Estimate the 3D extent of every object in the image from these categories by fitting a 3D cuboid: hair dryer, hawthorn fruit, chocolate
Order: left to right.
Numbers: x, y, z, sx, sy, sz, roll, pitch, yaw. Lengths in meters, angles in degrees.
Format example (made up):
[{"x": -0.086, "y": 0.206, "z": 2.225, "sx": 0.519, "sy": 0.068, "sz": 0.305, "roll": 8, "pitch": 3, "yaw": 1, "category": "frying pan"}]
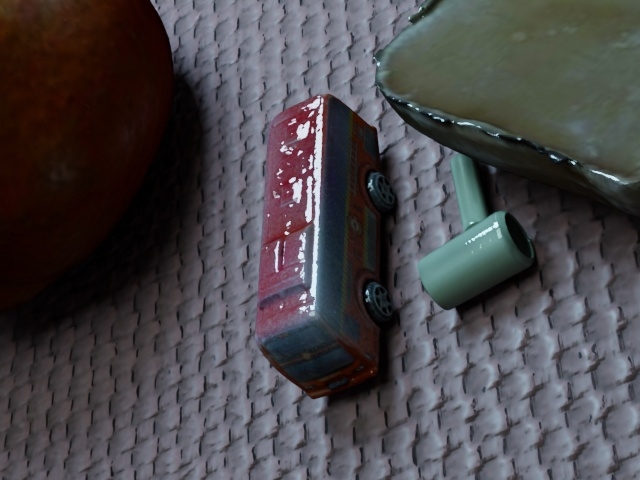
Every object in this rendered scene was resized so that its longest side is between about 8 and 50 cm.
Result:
[{"x": -0.244, "y": -0.096, "z": 1.204, "sx": 0.311, "sy": 0.295, "sz": 0.295, "roll": -34, "pitch": 37, "yaw": -18, "category": "hawthorn fruit"}, {"x": 0.088, "y": -0.018, "z": 1.014, "sx": 0.063, "sy": 0.038, "sz": 0.124, "roll": -31, "pitch": 39, "yaw": 22, "category": "hair dryer"}, {"x": 0.152, "y": -0.084, "z": 0.966, "sx": 0.161, "sy": 0.083, "sz": 0.261, "roll": -41, "pitch": 39, "yaw": -15, "category": "chocolate"}]

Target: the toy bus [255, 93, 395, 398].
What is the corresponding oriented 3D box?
[{"x": 0.000, "y": 0.000, "z": 1.044, "sx": 0.065, "sy": 0.077, "sz": 0.192, "roll": -25, "pitch": 46, "yaw": 31, "category": "toy bus"}]
